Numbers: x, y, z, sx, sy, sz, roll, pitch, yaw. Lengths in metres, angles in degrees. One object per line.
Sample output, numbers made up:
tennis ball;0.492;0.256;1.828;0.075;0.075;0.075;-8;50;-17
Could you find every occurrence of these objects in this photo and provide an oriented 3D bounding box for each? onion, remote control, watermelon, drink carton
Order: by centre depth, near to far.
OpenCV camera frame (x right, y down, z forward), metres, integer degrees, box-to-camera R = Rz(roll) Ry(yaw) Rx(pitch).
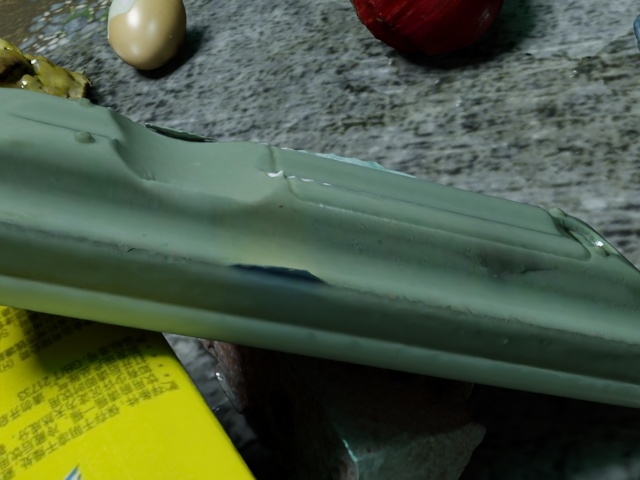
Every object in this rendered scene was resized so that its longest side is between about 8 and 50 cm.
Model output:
drink carton;-0.077;0.120;0.394;0.111;0.155;0.351;-31;39;-12
remote control;0.000;0.000;0.426;0.335;0.066;0.128;11;24;-18
watermelon;0.009;0.050;0.505;0.154;0.095;0.241;-3;39;-15
onion;0.076;-0.202;0.734;0.131;0.131;0.131;-13;39;11

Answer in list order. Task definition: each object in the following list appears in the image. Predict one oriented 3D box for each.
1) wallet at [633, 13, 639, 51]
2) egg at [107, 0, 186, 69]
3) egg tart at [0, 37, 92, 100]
wallet;0.345;-0.100;0.542;0.290;0.054;0.251;-15;37;11
egg;-0.155;-0.189;0.870;0.071;0.071;0.083;-9;45;16
egg tart;-0.338;-0.105;0.822;0.297;0.132;0.297;-10;35;7
